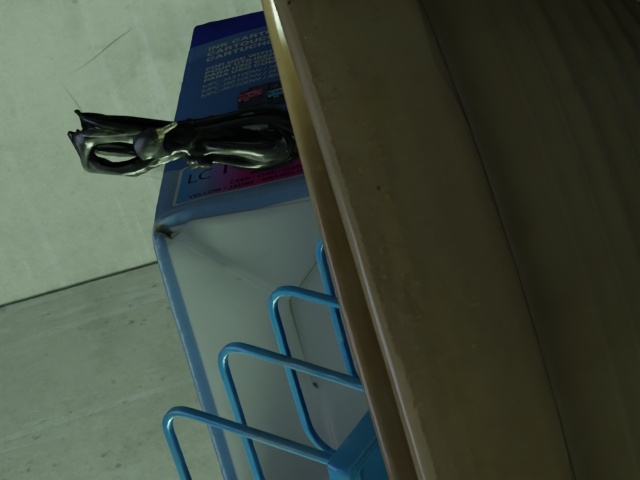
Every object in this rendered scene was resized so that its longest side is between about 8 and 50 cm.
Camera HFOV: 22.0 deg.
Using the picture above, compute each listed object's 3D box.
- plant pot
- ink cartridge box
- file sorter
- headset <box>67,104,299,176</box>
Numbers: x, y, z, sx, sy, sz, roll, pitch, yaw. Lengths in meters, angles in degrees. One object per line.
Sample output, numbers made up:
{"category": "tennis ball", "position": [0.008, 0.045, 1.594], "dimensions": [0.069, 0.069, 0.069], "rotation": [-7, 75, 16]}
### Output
{"category": "plant pot", "position": [0.062, 0.015, 0.440], "dimensions": [0.237, 0.110, 0.237], "rotation": [165, 90, -88]}
{"category": "ink cartridge box", "position": [0.000, 0.000, 1.151], "dimensions": [0.395, 0.151, 0.270], "rotation": [-85, -16, -63]}
{"category": "file sorter", "position": [0.027, 0.068, 0.724], "dimensions": [0.170, 0.104, 0.118], "rotation": [-48, -41, -36]}
{"category": "headset", "position": [-0.062, -0.232, 0.953], "dimensions": [0.243, 0.185, 0.394], "rotation": [81, -176, -78]}
